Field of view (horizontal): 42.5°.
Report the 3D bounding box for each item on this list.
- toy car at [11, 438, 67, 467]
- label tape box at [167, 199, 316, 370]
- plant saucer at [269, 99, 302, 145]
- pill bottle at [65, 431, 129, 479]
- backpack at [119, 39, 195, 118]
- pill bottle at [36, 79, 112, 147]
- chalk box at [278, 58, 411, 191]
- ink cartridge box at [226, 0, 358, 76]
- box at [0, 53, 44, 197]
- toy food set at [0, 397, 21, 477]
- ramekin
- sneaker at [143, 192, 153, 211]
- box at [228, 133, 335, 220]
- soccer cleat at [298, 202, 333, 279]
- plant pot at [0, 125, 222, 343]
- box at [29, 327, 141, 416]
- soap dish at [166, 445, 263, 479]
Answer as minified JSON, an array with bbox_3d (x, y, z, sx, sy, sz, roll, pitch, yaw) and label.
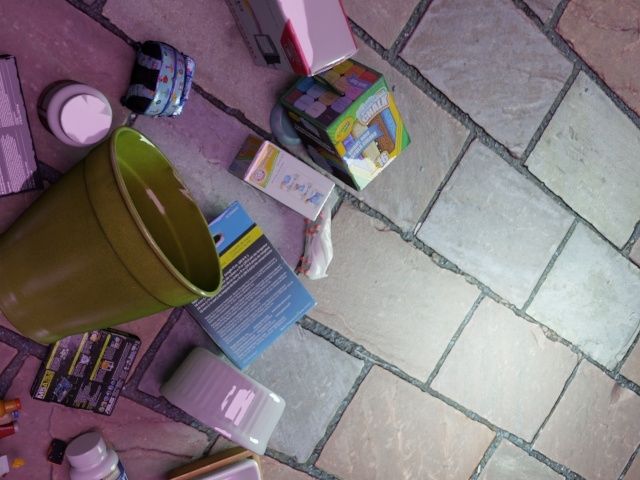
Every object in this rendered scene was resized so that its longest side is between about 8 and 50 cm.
[{"bbox_3d":[-0.618,0.468,1.800,0.122,0.060,0.040,12,142,-38],"label":"toy car"},{"bbox_3d":[-0.201,0.095,1.879,0.240,0.106,0.333,-41,117,-11],"label":"label tape box"},{"bbox_3d":[-0.059,-0.278,1.901,0.119,0.021,0.119,-7,106,-25],"label":"plant saucer"},{"bbox_3d":[-0.496,0.530,1.841,0.112,0.112,0.186,-26,114,-19],"label":"pill bottle"},{"bbox_3d":[-0.321,-0.323,1.669,0.117,0.173,0.158,12,97,-29],"label":"backpack"},{"bbox_3d":[-0.472,-0.245,1.589,0.121,0.216,0.121,-7,107,-25],"label":"pill bottle"},{"bbox_3d":[0.046,-0.285,1.812,0.179,0.180,0.289,-44,141,-11],"label":"chalk box"},{"bbox_3d":[-0.073,-0.469,1.680,0.131,0.306,0.226,-32,115,-15],"label":"ink cartridge box"},{"bbox_3d":[-0.655,-0.211,1.571,0.184,0.103,0.261,-15,110,-26],"label":"box"},{"bbox_3d":[-0.673,0.432,1.725,0.104,0.111,0.232,-10,106,-24],"label":"toy food set"},{"bbox_3d":[-0.212,0.355,1.853,0.277,0.277,0.135,38,78,-29],"label":"ramekin"},{"bbox_3d":[-0.353,-0.062,1.797,0.067,0.064,0.175,-50,126,-32],"label":"sneaker"},{"bbox_3d":[-0.089,-0.144,1.868,0.203,0.114,0.103,30,90,-29],"label":"box"},{"bbox_3d":[0.000,0.000,1.983,0.076,0.068,0.196,1,110,-32],"label":"soccer cleat"},{"bbox_3d":[-0.437,0.023,1.596,0.353,0.366,0.366,-28,117,9],"label":"plant pot"},{"bbox_3d":[-0.514,0.277,1.806,0.184,0.045,0.190,21,94,-27],"label":"box"},{"bbox_3d":[-0.245,0.654,1.998,0.229,0.118,0.291,-16,110,-23],"label":"soap dish"}]
